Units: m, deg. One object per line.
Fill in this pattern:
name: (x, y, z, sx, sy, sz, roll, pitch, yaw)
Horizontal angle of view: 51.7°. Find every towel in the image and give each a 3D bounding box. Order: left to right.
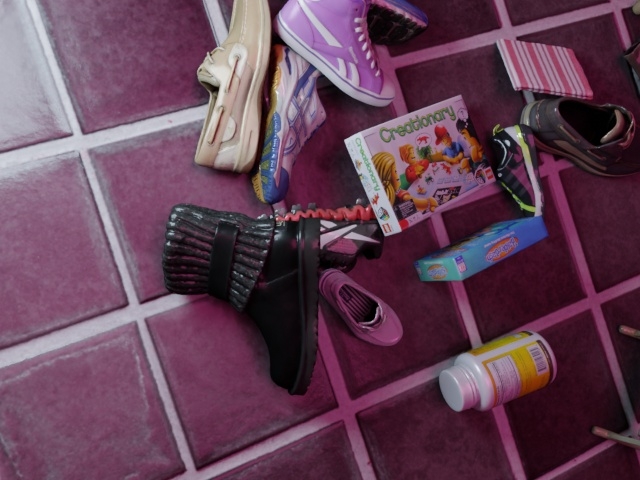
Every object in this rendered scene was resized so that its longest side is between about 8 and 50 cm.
towel: (0.477, -0.362, 1.410, 0.197, 0.029, 0.144, 3, 56, -16)

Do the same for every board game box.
board game box: (0.201, -0.151, 1.272, 0.305, 0.053, 0.193, -27, 95, -37)
board game box: (0.309, 0.018, 1.286, 0.210, 0.160, 0.047, -24, 94, -18)

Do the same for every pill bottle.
pill bottle: (0.347, 0.262, 1.303, 0.215, 0.117, 0.117, -16, 91, -19)

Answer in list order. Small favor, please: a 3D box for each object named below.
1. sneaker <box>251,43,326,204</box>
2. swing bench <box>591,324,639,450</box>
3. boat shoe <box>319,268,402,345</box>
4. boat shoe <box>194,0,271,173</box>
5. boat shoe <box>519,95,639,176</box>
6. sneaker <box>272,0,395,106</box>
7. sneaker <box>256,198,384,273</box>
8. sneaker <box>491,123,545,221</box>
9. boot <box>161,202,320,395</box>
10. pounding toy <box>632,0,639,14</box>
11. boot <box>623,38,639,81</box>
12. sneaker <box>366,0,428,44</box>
sneaker: (-0.046, -0.206, 1.204, 0.131, 0.112, 0.296, 10, 82, -30)
swing bench: (0.762, 0.341, 1.414, 0.255, 0.165, 0.253, 22, 79, -17)
boat shoe: (0.082, 0.139, 1.216, 0.226, 0.076, 0.083, 37, 88, -30)
boat shoe: (-0.158, -0.294, 1.170, 0.110, 0.122, 0.341, 6, 85, -19)
boat shoe: (0.604, -0.221, 1.418, 0.356, 0.130, 0.132, 9, 84, -18)
sneaker: (0.069, -0.364, 1.203, 0.282, 0.161, 0.102, 29, 37, -32)
sneaker: (0.000, 0.000, 1.214, 0.276, 0.098, 0.135, -6, 86, -20)
sneaker: (0.409, -0.130, 1.389, 0.097, 0.084, 0.234, -10, 93, 13)
boot: (-0.134, 0.105, 1.138, 0.260, 0.131, 0.347, 1, 108, -3)
pounding toy: (0.878, -0.574, 1.525, 0.270, 0.154, 0.154, -9, 89, -20)
boot: (0.837, -0.412, 1.532, 0.248, 0.090, 0.207, -38, 100, -14)
sneaker: (0.075, -0.494, 1.257, 0.330, 0.130, 0.147, 23, 73, -24)
